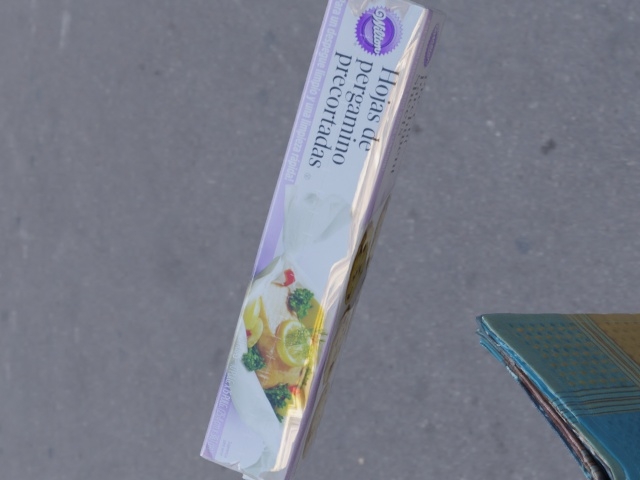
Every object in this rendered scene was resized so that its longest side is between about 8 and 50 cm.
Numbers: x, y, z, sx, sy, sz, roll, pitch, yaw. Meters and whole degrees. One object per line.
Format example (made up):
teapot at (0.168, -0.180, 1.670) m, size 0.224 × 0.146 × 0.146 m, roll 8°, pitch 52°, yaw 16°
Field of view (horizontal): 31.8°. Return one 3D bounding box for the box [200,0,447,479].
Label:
box at (0.000, 0.000, 0.725) m, size 0.063 × 0.067 × 0.324 m, roll 19°, pitch 102°, yaw 12°

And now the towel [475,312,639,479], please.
towel at (0.380, 0.171, 1.245) m, size 0.271 × 0.370 × 0.040 m, roll 54°, pitch 132°, yaw 45°
